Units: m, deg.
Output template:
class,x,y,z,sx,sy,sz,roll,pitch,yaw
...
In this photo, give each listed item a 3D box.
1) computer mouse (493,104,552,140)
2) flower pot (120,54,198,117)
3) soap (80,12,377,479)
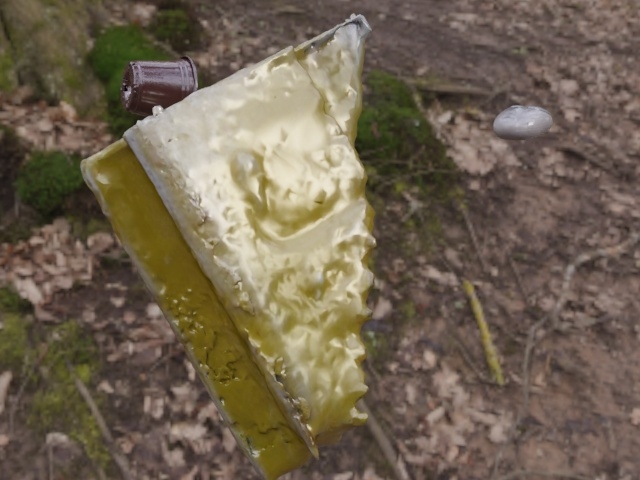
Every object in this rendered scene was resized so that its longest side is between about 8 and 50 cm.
class,x,y,z,sx,sy,sz,roll,pitch,yaw
computer mouse,0.272,-0.163,1.198,0.066,0.039,0.096,11,27,40
flower pot,-0.233,-0.212,1.262,0.089,0.111,0.111,1,15,-28
soap,0.000,0.000,0.819,0.304,0.338,0.169,-34,9,-32
